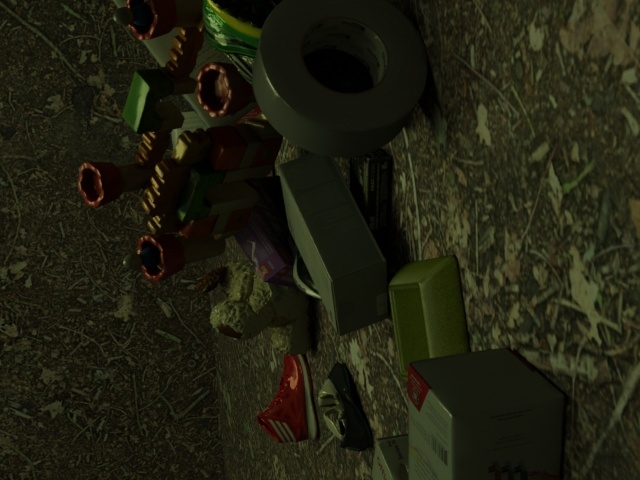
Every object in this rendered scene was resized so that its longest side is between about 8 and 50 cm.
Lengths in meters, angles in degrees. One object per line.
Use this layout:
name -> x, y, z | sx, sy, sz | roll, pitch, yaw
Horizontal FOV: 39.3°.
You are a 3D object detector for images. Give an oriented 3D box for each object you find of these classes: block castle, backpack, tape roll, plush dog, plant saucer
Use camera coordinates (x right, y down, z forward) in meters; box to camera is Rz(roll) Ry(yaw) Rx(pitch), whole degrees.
block castle -> -0.263, -0.173, 1.550 | 0.303, 0.213, 0.453 | 47, 130, 25
backpack -> -0.109, -0.038, 1.966 | 0.158, 0.117, 0.173 | -119, 23, -58
tape roll -> 0.024, -0.220, 1.154 | 0.072, 0.219, 0.219 | 117, 144, -64
plush dog -> -0.133, 0.110, 1.941 | 0.225, 0.262, 0.210 | 26, 93, 47
plant saucer -> 0.141, 0.120, 1.211 | 0.188, 0.045, 0.188 | 161, 102, -75

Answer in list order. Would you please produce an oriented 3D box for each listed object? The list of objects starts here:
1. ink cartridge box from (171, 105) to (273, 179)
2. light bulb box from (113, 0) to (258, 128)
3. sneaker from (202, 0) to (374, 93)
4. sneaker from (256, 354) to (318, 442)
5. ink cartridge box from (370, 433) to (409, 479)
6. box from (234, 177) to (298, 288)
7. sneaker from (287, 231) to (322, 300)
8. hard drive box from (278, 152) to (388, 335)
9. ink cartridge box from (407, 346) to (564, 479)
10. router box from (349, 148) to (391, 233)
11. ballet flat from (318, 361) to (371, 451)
ink cartridge box -> -0.231, -0.160, 2.160 | 0.131, 0.226, 0.306 | 167, 95, -77
light bulb box -> -0.263, -0.458, 1.854 | 0.361, 0.225, 0.358 | 54, 180, -28
sneaker -> -0.025, -0.260, 1.286 | 0.344, 0.134, 0.146 | 39, 153, 12
sneaker -> -0.086, 0.350, 2.025 | 0.087, 0.128, 0.221 | 116, 143, -63
ink cartridge box -> 0.132, 0.401, 1.290 | 0.153, 0.087, 0.208 | -114, 21, -49
box -> -0.125, -0.040, 1.747 | 0.293, 0.057, 0.201 | 55, -167, 18
sneaker -> 0.000, 0.000, 1.593 | 0.283, 0.107, 0.124 | -120, 32, -57
hard drive box -> 0.020, 0.004, 1.409 | 0.181, 0.089, 0.232 | 82, 166, -58
ink cartridge box -> 0.173, 0.227, 0.966 | 0.128, 0.128, 0.176 | -133, 39, -66
router box -> 0.076, -0.084, 1.380 | 0.092, 0.038, 0.122 | -124, 30, -63
ballet flat -> 0.034, 0.306, 1.660 | 0.203, 0.074, 0.074 | -112, 21, -47
